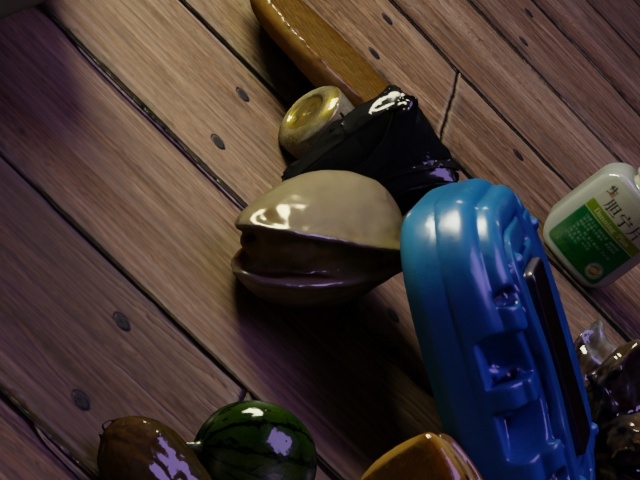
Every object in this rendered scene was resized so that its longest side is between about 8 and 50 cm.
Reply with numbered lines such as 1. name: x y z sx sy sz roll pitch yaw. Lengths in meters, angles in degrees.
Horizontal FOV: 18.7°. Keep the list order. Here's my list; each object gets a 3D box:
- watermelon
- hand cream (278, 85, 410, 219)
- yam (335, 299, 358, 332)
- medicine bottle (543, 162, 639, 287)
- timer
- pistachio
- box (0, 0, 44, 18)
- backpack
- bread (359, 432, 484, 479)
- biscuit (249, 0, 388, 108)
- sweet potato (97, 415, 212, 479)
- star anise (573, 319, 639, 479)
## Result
1. watermelon: -0.055 0.168 1.499 0.109 0.109 0.109 39 27 -24
2. hand cream: 0.045 -0.071 2.048 0.203 0.084 0.084 45 24 -29
3. yam: 0.034 0.028 1.932 0.027 0.029 0.234 5 27 6
4. medicine bottle: 0.371 -0.032 2.404 0.119 0.183 0.069 49 23 -4
5. timer: 0.172 0.114 1.803 0.309 0.115 0.340 -40 114 -75
6. pistachio: 0.000 0.000 1.792 0.152 0.126 0.223 16 13 35
7. box: -0.260 -0.363 1.611 0.090 0.373 0.367 83 -18 -63
8. backpack: 0.043 -0.072 1.925 0.120 0.165 0.106 58 9 -23
9. bread: 0.112 0.260 1.632 0.077 0.116 0.200 2 53 -52
10. biscuit: 0.014 -0.192 2.151 0.262 0.037 0.262 44 11 -11
11. sweet potato: -0.080 0.221 1.433 0.233 0.062 0.081 50 23 -9
12. star anise: 0.297 0.208 1.988 0.223 0.109 0.236 68 -11 -16
